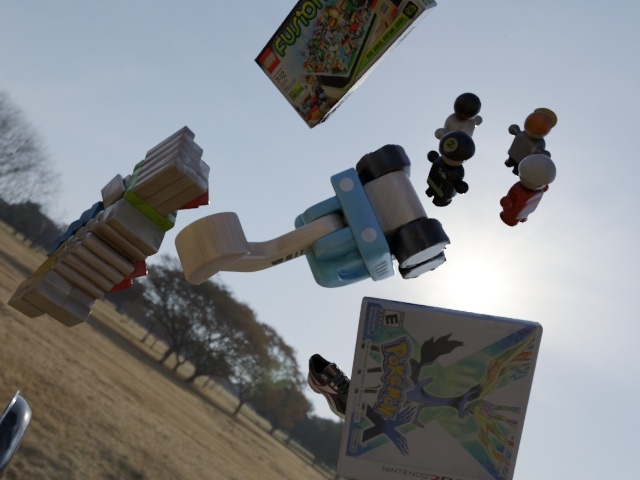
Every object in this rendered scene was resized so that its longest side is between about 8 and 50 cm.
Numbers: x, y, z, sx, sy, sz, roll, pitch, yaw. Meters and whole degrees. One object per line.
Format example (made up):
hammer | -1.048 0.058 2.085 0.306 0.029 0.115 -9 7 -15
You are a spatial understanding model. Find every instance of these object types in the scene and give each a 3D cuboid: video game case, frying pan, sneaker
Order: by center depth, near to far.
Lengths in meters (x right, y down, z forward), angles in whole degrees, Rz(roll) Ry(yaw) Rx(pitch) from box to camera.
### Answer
frying pan | -0.445 0.310 0.772 0.053 0.197 0.326 28 -7 -16
video game case | 0.197 0.276 1.015 0.300 0.328 0.036 8 10 4
sneaker | 0.029 0.286 1.175 0.178 0.072 0.077 23 -45 41

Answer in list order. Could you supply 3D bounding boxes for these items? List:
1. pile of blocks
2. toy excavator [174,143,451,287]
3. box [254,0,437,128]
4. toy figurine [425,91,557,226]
pile of blocks | -0.293 -0.007 0.893 0.112 0.362 0.149 46 3 -34
toy excavator | 0.000 0.000 1.140 0.433 0.446 0.222 53 13 -72
box | 0.020 -0.235 0.676 0.114 0.036 0.207 50 -47 0
toy figurine | 0.298 -0.151 1.031 0.213 0.209 0.148 17 -38 8
